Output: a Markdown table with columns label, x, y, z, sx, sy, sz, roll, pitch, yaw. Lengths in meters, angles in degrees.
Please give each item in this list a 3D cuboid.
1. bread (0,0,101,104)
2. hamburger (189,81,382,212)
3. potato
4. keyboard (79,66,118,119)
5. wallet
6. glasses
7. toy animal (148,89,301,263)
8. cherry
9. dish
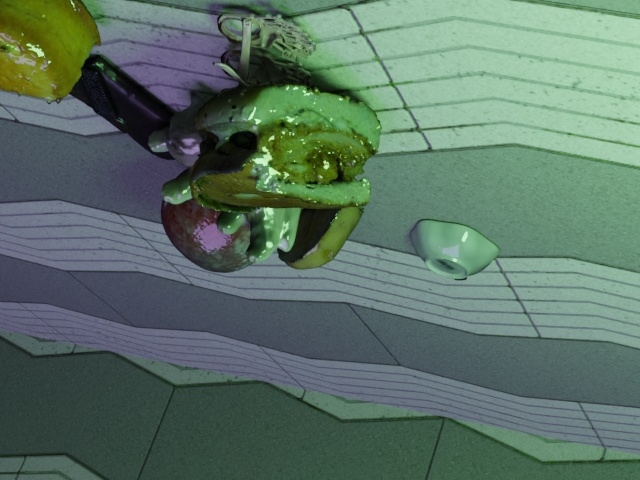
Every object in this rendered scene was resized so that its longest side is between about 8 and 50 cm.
| label | x | y | z | sx | sy | sz | roll | pitch | yaw |
| --- | --- | --- | --- | --- | --- | --- | --- | --- | --- |
| bread | -0.550 | -0.372 | 1.883 | 0.340 | 0.194 | 0.179 | 14 | 151 | 2 |
| hamburger | -0.078 | -0.146 | 1.910 | 0.318 | 0.195 | 0.277 | 7 | 174 | -43 |
| potato | 0.000 | 0.000 | 2.364 | 0.098 | 0.138 | 0.243 | 26 | 160 | -26 |
| keyboard | -0.424 | -0.279 | 2.144 | 0.053 | 0.010 | 0.155 | 17 | 155 | 15 |
| wallet | -0.369 | -0.250 | 2.221 | 0.165 | 0.042 | 0.309 | -6 | 146 | 45 |
| glasses | -0.090 | -0.285 | 1.840 | 0.162 | 0.095 | 0.255 | 6 | 159 | 1 |
| toy animal | -0.161 | -0.125 | 2.088 | 0.266 | 0.307 | 0.188 | -1 | 148 | -19 |
| cherry | -0.210 | -0.046 | 2.336 | 0.236 | 0.212 | 0.285 | 19 | 150 | -21 |
| dish | 0.264 | 0.031 | 2.301 | 0.191 | 0.066 | 0.190 | 17 | 157 | 7 |
